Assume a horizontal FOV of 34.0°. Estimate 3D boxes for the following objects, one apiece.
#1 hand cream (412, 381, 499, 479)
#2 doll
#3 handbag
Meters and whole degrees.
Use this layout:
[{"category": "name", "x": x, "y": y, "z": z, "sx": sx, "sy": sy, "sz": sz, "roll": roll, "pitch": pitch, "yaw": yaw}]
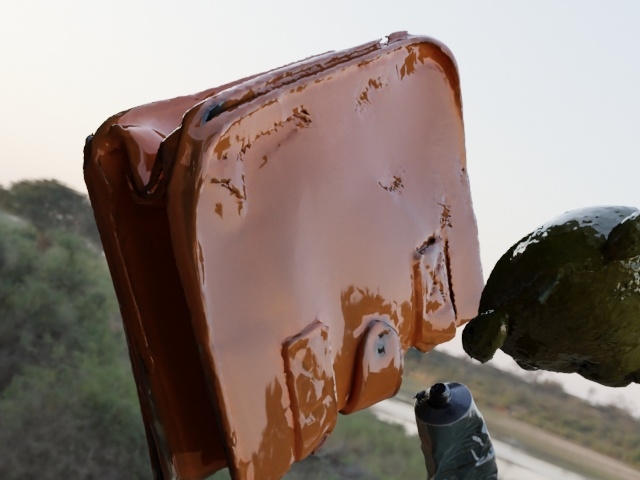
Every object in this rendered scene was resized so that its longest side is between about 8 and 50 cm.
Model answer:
[{"category": "hand cream", "x": 0.138, "y": 0.224, "z": 0.945, "sx": 0.052, "sy": 0.075, "sz": 0.247, "roll": 17, "pitch": -44, "yaw": 49}, {"category": "doll", "x": 0.165, "y": 0.039, "z": 0.593, "sx": 0.097, "sy": 0.137, "sz": 0.209, "roll": 56, "pitch": 21, "yaw": 23}, {"category": "handbag", "x": 0.000, "y": 0.000, "z": 0.875, "sx": 0.116, "sy": 0.303, "sz": 0.410, "roll": -2, "pitch": 16, "yaw": 36}]
